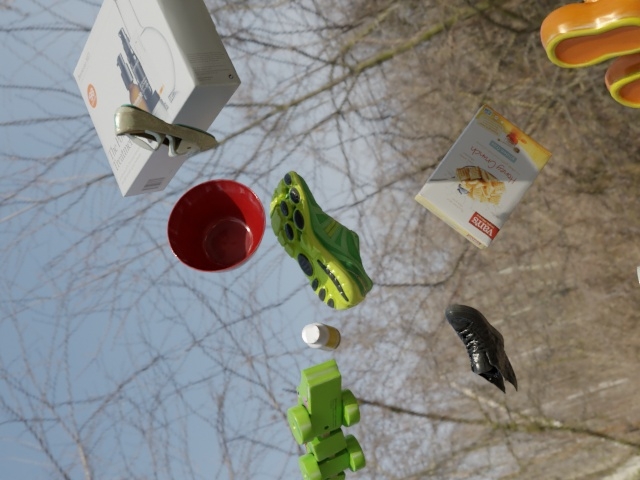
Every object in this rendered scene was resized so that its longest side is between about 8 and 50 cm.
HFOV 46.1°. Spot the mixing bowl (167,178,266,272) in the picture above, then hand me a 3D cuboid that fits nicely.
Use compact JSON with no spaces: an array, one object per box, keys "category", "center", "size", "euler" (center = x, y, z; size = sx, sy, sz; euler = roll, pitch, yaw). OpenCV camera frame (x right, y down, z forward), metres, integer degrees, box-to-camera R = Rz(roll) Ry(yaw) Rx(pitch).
[{"category":"mixing bowl","center":[-0.181,-0.013,1.388],"size":[0.098,0.181,0.181],"euler":[70,-177,-69]}]

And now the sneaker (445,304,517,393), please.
[{"category":"sneaker","center":[0.266,0.180,1.242],"size":[0.170,0.051,0.089],"euler":[37,-135,-30]}]

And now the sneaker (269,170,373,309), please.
[{"category":"sneaker","center":[0.000,0.000,1.467],"size":[0.123,0.109,0.296],"euler":[-13,-110,-51]}]

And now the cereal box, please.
[{"category":"cereal box","center":[0.324,-0.127,1.494],"size":[0.173,0.240,0.047],"euler":[36,168,0]}]

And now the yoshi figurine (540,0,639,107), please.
[{"category":"yoshi figurine","center":[0.282,-0.321,0.764],"size":[0.203,0.203,0.362],"euler":[75,-160,-70]}]

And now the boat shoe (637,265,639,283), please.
[{"category":"boat shoe","center":[0.598,0.096,1.248],"size":[0.227,0.068,0.081],"euler":[31,-132,-44]}]

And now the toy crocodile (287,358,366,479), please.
[{"category":"toy crocodile","center":[0.003,0.340,1.339],"size":[0.105,0.115,0.341],"euler":[50,154,48]}]

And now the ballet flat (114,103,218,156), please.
[{"category":"ballet flat","center":[-0.229,-0.149,1.109],"size":[0.168,0.057,0.052],"euler":[16,-110,-36]}]

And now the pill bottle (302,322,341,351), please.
[{"category":"pill bottle","center":[0.001,0.237,1.853],"size":[0.116,0.065,0.065],"euler":[28,-138,-62]}]

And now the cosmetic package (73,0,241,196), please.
[{"category":"cosmetic package","center":[-0.307,-0.289,1.335],"size":[0.097,0.377,0.284],"euler":[-13,-107,-37]}]
